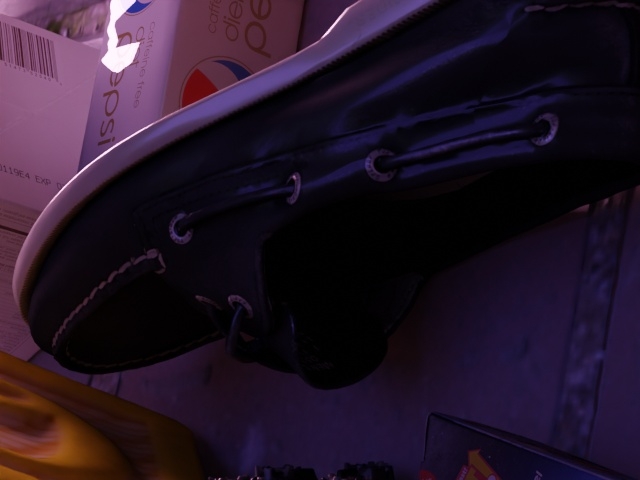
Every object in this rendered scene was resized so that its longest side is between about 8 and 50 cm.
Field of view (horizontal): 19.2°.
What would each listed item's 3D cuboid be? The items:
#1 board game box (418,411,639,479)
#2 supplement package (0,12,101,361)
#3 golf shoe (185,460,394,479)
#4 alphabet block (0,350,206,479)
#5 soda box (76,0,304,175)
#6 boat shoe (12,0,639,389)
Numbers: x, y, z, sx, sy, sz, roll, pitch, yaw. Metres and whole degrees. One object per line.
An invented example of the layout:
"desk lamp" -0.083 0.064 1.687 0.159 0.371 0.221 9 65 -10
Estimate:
"board game box" 0.084 0.149 0.632 0.194 0.060 0.194 40 106 54
"supplement package" -0.224 -0.001 1.041 0.244 0.139 0.133 -40 47 34
"golf shoe" -0.009 0.129 0.686 0.077 0.198 0.093 -1 85 17
"alphabet block" -0.171 0.159 0.807 0.197 0.193 0.192 -65 14 9
"soda box" -0.060 -0.090 0.923 0.069 0.074 0.216 -10 66 50
"boat shoe" 0.003 0.000 0.756 0.340 0.127 0.113 -29 64 30
